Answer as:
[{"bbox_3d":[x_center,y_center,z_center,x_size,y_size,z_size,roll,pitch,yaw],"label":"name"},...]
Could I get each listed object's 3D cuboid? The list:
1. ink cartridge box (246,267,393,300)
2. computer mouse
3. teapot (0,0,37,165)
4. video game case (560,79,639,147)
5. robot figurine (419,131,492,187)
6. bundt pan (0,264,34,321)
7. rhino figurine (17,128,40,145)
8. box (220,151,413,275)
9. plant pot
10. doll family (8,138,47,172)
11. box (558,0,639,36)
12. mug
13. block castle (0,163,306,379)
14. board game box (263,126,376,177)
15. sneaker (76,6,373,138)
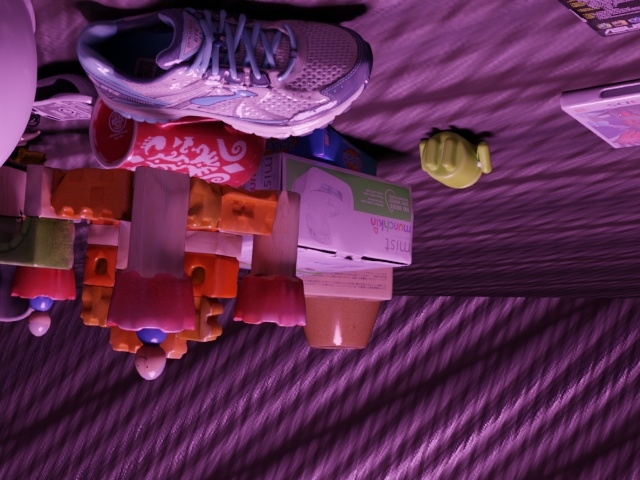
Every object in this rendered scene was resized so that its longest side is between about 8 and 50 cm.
[{"bbox_3d":[0.000,0.000,1.549,0.235,0.193,0.088,5,172,-18],"label":"ink cartridge box"},{"bbox_3d":[-0.308,-0.165,1.076,0.193,0.042,0.106,2,168,33],"label":"computer mouse"},{"bbox_3d":[-0.301,-0.166,0.679,0.256,0.187,0.252,15,150,29],"label":"teapot"},{"bbox_3d":[0.408,-0.153,1.109,0.183,0.023,0.201,-5,169,35],"label":"video game case"},{"bbox_3d":[0.180,-0.108,1.267,0.101,0.067,0.115,2,172,30],"label":"robot figurine"},{"bbox_3d":[-0.571,-0.010,1.495,0.331,0.124,0.331,1,141,1],"label":"bundt pan"},{"bbox_3d":[-0.478,-0.133,1.188,0.243,0.073,0.106,0,173,0],"label":"rhino figurine"},{"bbox_3d":[-0.039,-0.025,1.320,0.262,0.127,0.231,11,166,-44],"label":"box"},{"bbox_3d":[0.036,0.096,1.939,0.237,0.254,0.237,2,171,0],"label":"plant pot"},{"bbox_3d":[-0.448,-0.114,1.294,0.193,0.076,0.111,3,176,8],"label":"doll family"},{"bbox_3d":[0.266,-0.216,0.698,0.191,0.045,0.184,-5,166,38],"label":"box"},{"bbox_3d":[-0.150,-0.131,1.027,0.169,0.113,0.150,0,141,-45],"label":"mug"},{"bbox_3d":[-0.265,0.033,1.085,0.453,0.213,0.303,3,178,30],"label":"block castle"},{"bbox_3d":[-0.028,-0.112,1.330,0.160,0.047,0.210,-3,170,23],"label":"board game box"},{"bbox_3d":[-0.094,-0.162,0.869,0.283,0.110,0.122,-1,167,13],"label":"sneaker"}]
